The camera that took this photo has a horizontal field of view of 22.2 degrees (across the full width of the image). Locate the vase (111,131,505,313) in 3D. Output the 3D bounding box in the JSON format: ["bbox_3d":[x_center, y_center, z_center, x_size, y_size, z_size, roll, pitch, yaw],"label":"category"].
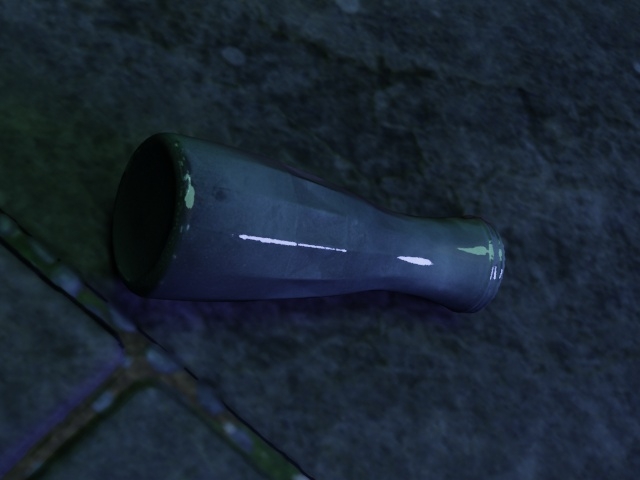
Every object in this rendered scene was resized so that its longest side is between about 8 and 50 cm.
[{"bbox_3d":[0.000,0.000,0.887,0.214,0.086,0.086,9,50,-30],"label":"vase"}]
